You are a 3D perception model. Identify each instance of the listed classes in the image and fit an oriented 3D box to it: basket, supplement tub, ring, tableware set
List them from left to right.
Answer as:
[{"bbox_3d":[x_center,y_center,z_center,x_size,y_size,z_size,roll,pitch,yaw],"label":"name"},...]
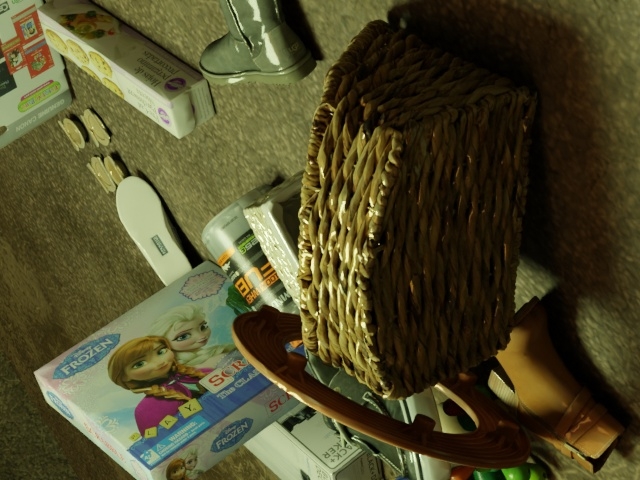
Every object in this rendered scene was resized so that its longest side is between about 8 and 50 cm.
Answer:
[{"bbox_3d":[-0.350,-0.138,2.377,0.141,0.020,0.168,60,157,-11],"label":"tableware set"},{"bbox_3d":[-0.053,0.034,1.913,0.190,0.117,0.117,52,157,6],"label":"supplement tub"},{"bbox_3d":[0.000,0.000,1.775,0.167,0.113,0.103,61,160,-13],"label":"basket"},{"bbox_3d":[0.048,-0.027,1.438,0.223,0.213,0.299,32,132,41],"label":"basket"},{"bbox_3d":[0.067,0.142,1.577,0.336,0.336,0.032,32,105,42],"label":"ring"}]

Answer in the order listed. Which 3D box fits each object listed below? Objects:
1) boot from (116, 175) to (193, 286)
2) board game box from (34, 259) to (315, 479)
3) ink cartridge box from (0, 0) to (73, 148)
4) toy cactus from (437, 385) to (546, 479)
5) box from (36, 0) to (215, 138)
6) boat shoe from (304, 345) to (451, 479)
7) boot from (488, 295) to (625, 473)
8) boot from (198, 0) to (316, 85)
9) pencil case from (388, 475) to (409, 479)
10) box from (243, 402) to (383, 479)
[{"bbox_3d":[-0.254,-0.006,2.314,0.190,0.069,0.086,64,174,2],"label":"boot"},{"bbox_3d":[-0.187,0.183,2.114,0.318,0.318,0.066,28,143,46],"label":"board game box"},{"bbox_3d":[-0.549,-0.255,2.235,0.130,0.309,0.272,35,149,39],"label":"ink cartridge box"},{"bbox_3d":[0.184,0.252,1.790,0.180,0.112,0.219,38,161,56],"label":"toy cactus"},{"bbox_3d":[-0.264,-0.240,2.019,0.324,0.063,0.067,36,152,37],"label":"box"},{"bbox_3d":[0.060,0.199,1.772,0.335,0.119,0.121,-127,26,-67],"label":"boat shoe"},{"bbox_3d":[0.248,0.149,1.555,0.152,0.073,0.197,42,161,24],"label":"boot"},{"bbox_3d":[-0.101,-0.273,1.651,0.189,0.076,0.208,3,133,44],"label":"boot"},{"bbox_3d":[0.118,0.353,1.918,0.119,0.133,0.306,36,173,7],"label":"pencil case"},{"bbox_3d":[-0.032,0.289,2.249,0.290,0.087,0.169,37,151,36],"label":"box"}]
